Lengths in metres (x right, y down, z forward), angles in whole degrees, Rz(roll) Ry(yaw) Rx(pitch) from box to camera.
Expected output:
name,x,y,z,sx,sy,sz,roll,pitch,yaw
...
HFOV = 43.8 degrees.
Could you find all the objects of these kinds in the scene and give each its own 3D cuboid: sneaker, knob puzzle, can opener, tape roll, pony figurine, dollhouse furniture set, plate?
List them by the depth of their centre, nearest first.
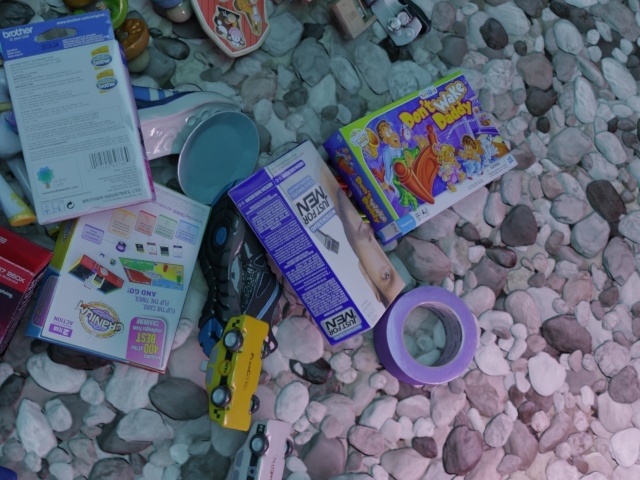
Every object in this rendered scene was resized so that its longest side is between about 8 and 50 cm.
name,x,y,z,sx,sy,sz,roll,pitch,yaw
pony figurine,-0.588,-0.175,1.333,0.351,0.303,0.363,-12,77,-50
sneaker,-0.326,-0.252,1.471,0.236,0.130,0.323,35,34,25
sneaker,-0.144,0.056,1.481,0.139,0.125,0.341,12,75,-37
plate,-0.193,-0.157,1.485,0.188,0.188,0.024,-42,52,-19
tape roll,0.204,0.186,1.554,0.189,0.080,0.189,3,79,-15
knob puzzle,-0.169,-0.452,1.565,0.213,0.030,0.213,13,70,-40
dollhouse furniture set,-0.005,-0.495,1.633,0.129,0.129,0.184,-44,122,-19
can opener,0.122,-0.537,1.696,0.280,0.074,0.093,52,36,-2

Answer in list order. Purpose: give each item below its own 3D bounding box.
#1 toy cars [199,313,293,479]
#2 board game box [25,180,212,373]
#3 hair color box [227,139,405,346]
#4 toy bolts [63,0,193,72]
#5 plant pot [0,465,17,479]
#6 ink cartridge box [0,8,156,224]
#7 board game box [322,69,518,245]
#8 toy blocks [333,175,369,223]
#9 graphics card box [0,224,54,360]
name,x,y,z,sx,sy,sz,roll,pitch,yaw
toy cars,-0.135,0.314,1.378,0.176,0.087,0.394,-40,126,-52
board game box,-0.342,0.047,1.387,0.242,0.064,0.317,26,71,-36
hair color box,0.000,0.000,1.461,0.339,0.110,0.185,57,33,-7
toy bolts,-0.358,-0.450,1.526,0.228,0.158,0.218,-42,51,-10
plant pot,-0.611,0.449,1.167,0.236,0.212,0.236,20,93,-10
ink cartridge box,-0.387,-0.196,1.275,0.185,0.065,0.311,-12,94,-1
board game box,0.205,-0.171,1.594,0.347,0.078,0.233,-30,88,-31
toy blocks,0.039,-0.074,1.574,0.148,0.054,0.123,-6,80,-17
graphics card box,-0.601,0.128,1.235,0.232,0.094,0.371,29,108,-10
